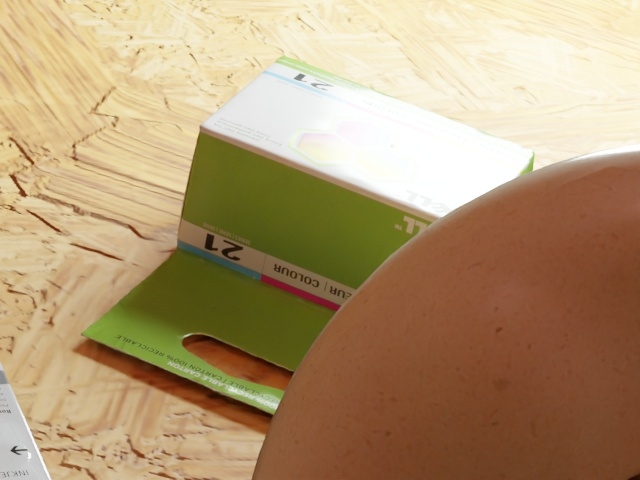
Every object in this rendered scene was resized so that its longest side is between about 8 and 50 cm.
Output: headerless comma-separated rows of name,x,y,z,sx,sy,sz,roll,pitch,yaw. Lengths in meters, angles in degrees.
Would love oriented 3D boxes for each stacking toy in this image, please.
stacking toy,0.158,0.118,0.936,0.350,0.351,0.480,15,7,3

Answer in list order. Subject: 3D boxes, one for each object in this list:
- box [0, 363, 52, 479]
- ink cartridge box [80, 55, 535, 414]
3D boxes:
box,-0.217,0.111,0.982,0.145,0.038,0.186,-3,33,-26
ink cartridge box,0.000,0.000,1.197,0.188,0.097,0.255,22,30,14
